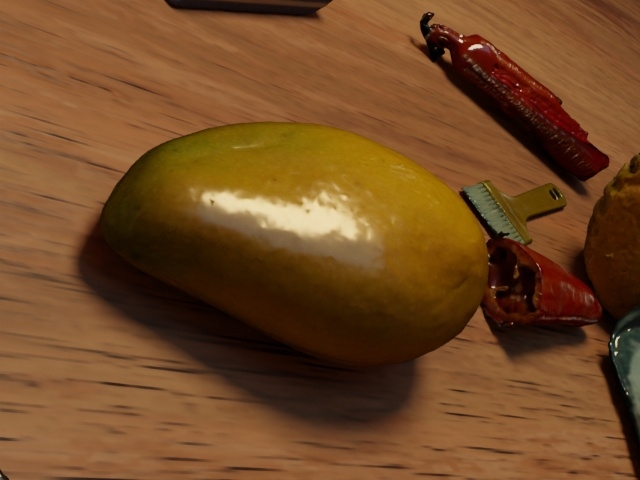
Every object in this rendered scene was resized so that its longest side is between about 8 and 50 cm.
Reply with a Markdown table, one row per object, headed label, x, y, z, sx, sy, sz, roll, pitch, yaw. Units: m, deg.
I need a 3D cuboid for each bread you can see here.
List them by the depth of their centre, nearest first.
| label | x | y | z | sx | sy | sz | roll | pitch | yaw |
| --- | --- | --- | --- | --- | --- | --- | --- | --- | --- |
| bread | 0.388 | -0.008 | 1.010 | 0.240 | 0.240 | 0.139 | 35 | 26 | -22 |

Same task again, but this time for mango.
| label | x | y | z | sx | sy | sz | roll | pitch | yaw |
| --- | --- | --- | --- | --- | --- | --- | --- | --- | --- |
| mango | 0.000 | 0.000 | 0.655 | 0.317 | 0.119 | 0.176 | 11 | 51 | -32 |

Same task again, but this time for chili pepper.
| label | x | y | z | sx | sy | sz | roll | pitch | yaw |
| --- | --- | --- | --- | --- | --- | --- | --- | --- | --- |
| chili pepper | 0.218 | 0.053 | 0.902 | 0.169 | 0.065 | 0.088 | 17 | 46 | -45 |

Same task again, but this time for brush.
| label | x | y | z | sx | sy | sz | roll | pitch | yaw |
| --- | --- | --- | --- | --- | --- | --- | --- | --- | --- |
| brush | 0.219 | -0.038 | 1.037 | 0.082 | 0.010 | 0.218 | 56 | 32 | 11 |

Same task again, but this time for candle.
| label | x | y | z | sx | sy | sz | roll | pitch | yaw |
| --- | --- | --- | --- | --- | --- | --- | --- | --- | --- |
| candle | 0.228 | -0.169 | 1.133 | 0.301 | 0.059 | 0.084 | 33 | 27 | -24 |

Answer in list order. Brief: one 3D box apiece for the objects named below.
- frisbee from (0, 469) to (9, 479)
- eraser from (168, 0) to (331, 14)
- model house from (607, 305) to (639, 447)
| label | x | y | z | sx | sy | sz | roll | pitch | yaw |
| --- | --- | --- | --- | --- | --- | --- | --- | --- | --- |
| frisbee | -0.152 | 0.120 | 0.443 | 0.211 | 0.012 | 0.187 | -9 | 63 | -52 |
| eraser | -0.070 | -0.251 | 0.882 | 0.225 | 0.036 | 0.082 | -16 | 69 | -54 |
| model house | 0.437 | 0.196 | 0.945 | 0.291 | 0.184 | 0.253 | 37 | 26 | -43 |
